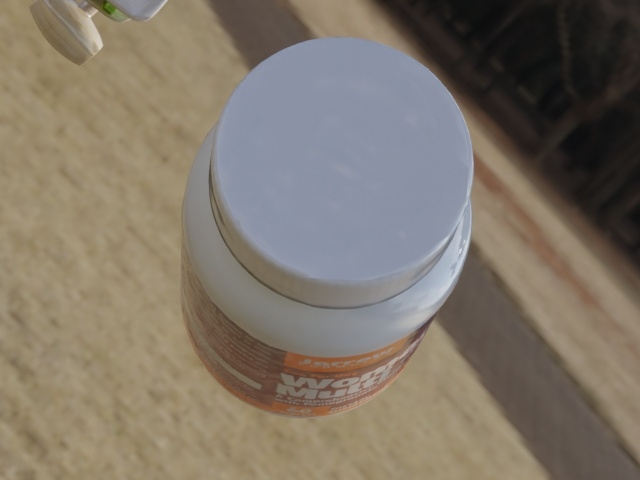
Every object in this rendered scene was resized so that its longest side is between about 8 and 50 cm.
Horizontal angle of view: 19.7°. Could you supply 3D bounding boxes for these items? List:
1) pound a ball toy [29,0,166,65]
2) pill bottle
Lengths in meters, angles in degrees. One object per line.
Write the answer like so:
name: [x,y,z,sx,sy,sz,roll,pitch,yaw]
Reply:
pound a ball toy: [-0.158,-0.317,1.655,0.136,0.319,0.208,39,-4,-15]
pill bottle: [0.000,0.000,0.797,0.121,0.121,0.221,47,-14,8]
